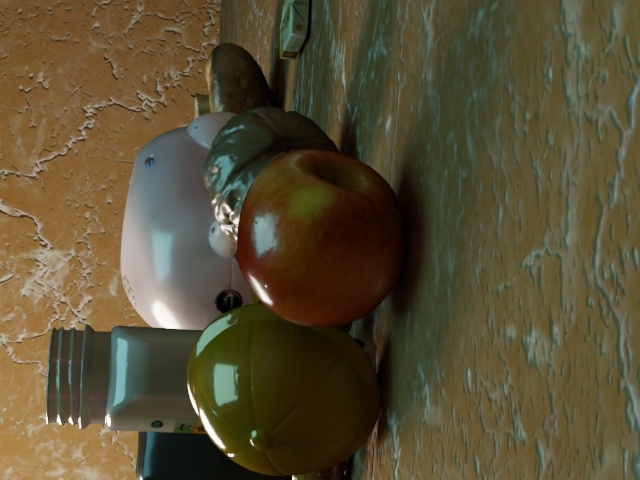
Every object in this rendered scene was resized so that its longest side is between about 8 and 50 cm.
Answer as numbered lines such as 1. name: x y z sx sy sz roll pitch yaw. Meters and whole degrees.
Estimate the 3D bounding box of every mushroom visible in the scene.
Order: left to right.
1. mushroom: -0.150 -0.208 2.286 0.278 0.146 0.278 173 90 -82

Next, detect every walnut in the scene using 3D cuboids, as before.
1. walnut: -0.054 -0.061 1.553 0.230 0.178 0.178 90 180 -64

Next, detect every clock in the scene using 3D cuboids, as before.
1. clock: -0.170 0.004 1.959 0.377 0.250 0.368 -104 20 -64

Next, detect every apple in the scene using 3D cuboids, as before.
1. apple: 0.000 0.000 1.189 0.163 0.163 0.139 -102 26 -60

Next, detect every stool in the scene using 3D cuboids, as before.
1. stool: -0.140 0.273 1.783 0.232 0.232 0.141 136 140 -77

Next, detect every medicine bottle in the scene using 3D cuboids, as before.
1. medicine bottle: -0.144 0.159 1.489 0.179 0.324 0.124 130 144 -75

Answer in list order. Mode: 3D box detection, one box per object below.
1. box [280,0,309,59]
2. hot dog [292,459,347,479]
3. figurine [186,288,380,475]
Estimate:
1. box: -0.036 -0.397 1.992 0.122 0.032 0.220 137 136 -77
2. hot dog: 0.001 0.253 1.388 0.047 0.066 0.216 30 117 49
3. figurine: -0.038 0.106 1.296 0.192 0.167 0.257 -29 46 32
